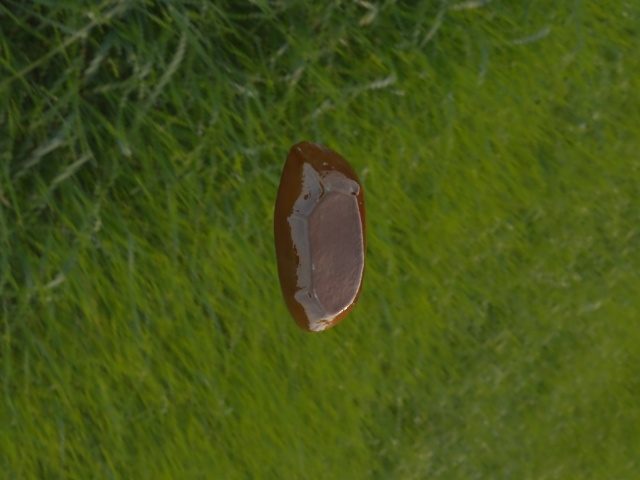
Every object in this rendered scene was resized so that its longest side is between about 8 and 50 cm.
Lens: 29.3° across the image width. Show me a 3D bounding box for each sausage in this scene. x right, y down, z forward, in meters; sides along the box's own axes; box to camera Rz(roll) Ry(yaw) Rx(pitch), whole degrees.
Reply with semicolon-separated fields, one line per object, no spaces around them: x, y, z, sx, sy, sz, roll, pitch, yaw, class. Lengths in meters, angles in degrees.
0.000;0.000;1.118;0.089;0.089;0.179;-14;117;-24;sausage
